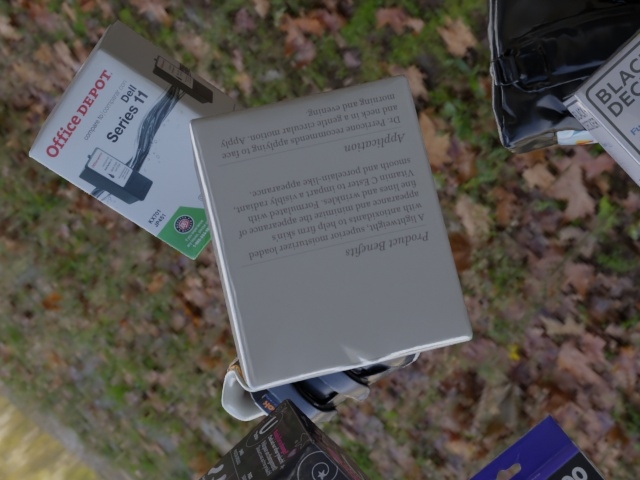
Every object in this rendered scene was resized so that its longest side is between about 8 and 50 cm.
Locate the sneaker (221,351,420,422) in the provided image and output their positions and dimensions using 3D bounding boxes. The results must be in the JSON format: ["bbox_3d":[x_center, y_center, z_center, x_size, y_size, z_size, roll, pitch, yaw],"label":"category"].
[{"bbox_3d":[-0.002,0.153,1.251,0.126,0.127,0.321,42,145,-17],"label":"sneaker"}]

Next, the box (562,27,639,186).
[{"bbox_3d":[0.369,-0.075,0.907,0.290,0.169,0.087,49,-172,2],"label":"box"}]

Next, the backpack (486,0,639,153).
[{"bbox_3d":[0.365,-0.243,1.081,0.355,0.273,0.290,-4,95,23],"label":"backpack"}]

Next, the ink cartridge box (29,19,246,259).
[{"bbox_3d":[-0.173,-0.103,1.098,0.208,0.087,0.153,33,116,-15],"label":"ink cartridge box"}]

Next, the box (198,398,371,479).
[{"bbox_3d":[0.013,0.296,1.002,0.247,0.142,0.163,47,176,-12],"label":"box"}]

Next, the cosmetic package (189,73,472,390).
[{"bbox_3d":[0.000,0.000,0.748,0.151,0.151,0.184,139,119,-82],"label":"cosmetic package"}]

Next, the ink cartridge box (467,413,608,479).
[{"bbox_3d":[0.289,0.371,1.373,0.208,0.206,0.045,50,-179,10],"label":"ink cartridge box"}]
